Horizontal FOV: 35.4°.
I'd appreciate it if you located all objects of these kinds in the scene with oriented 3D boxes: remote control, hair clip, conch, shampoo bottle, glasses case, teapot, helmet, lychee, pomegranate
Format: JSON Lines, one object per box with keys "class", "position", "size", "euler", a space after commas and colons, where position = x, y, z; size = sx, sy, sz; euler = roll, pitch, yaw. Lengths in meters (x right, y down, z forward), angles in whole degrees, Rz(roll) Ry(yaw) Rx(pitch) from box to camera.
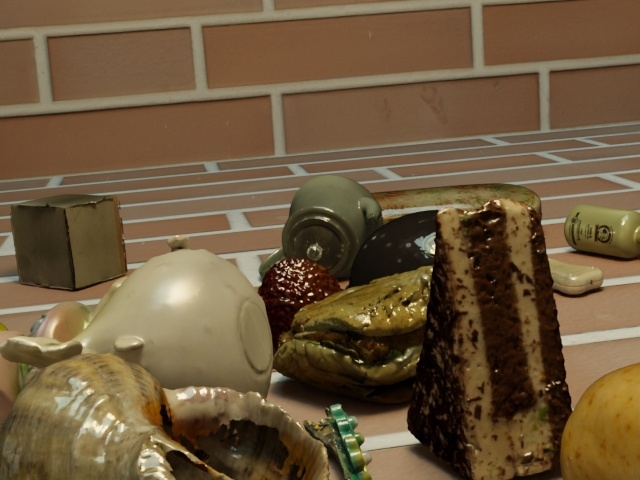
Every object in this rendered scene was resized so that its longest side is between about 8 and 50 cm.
{"class": "remote control", "position": [0.351, 0.053, 1.474], "size": [0.074, 0.032, 0.122], "euler": [-12, 14, -33]}
{"class": "hair clip", "position": [0.020, 0.188, 0.940], "size": [0.049, 0.049, 0.173], "euler": [-7, 11, -11]}
{"class": "conch", "position": [-0.123, 0.191, 0.744], "size": [0.210, 0.159, 0.291], "euler": [15, 9, -42]}
{"class": "shampoo bottle", "position": [0.479, -0.012, 1.624], "size": [0.079, 0.079, 0.162], "euler": [-13, 16, -35]}
{"class": "glasses case", "position": [0.187, -0.043, 1.812], "size": [0.425, 0.098, 0.156], "euler": [-5, 17, -6]}
{"class": "teapot", "position": [0.000, 0.000, 1.617], "size": [0.239, 0.162, 0.149], "euler": [-26, 15, 25]}
{"class": "helmet", "position": [0.143, 0.038, 1.323], "size": [0.230, 0.160, 0.279], "euler": [-14, 17, -32]}
{"class": "lychee", "position": [-0.026, 0.080, 1.271], "size": [0.129, 0.123, 0.123], "euler": [-15, 16, -38]}
{"class": "pomegranate", "position": [0.253, 0.167, 0.686], "size": [0.196, 0.196, 0.196], "euler": [-4, 12, 1]}

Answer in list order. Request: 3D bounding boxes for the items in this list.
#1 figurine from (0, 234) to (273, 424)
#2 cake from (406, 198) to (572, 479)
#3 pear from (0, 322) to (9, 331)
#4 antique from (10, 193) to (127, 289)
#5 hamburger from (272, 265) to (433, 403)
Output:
{"class": "figurine", "position": [-0.253, 0.120, 0.976], "size": [0.394, 0.227, 0.274], "euler": [-11, -16, 15]}
{"class": "cake", "position": [0.163, 0.098, 0.883], "size": [0.112, 0.246, 0.135], "euler": [-9, 32, -23]}
{"class": "pear", "position": [-0.435, 0.136, 1.205], "size": [0.141, 0.104, 0.141], "euler": [-8, 11, 1]}
{"class": "antique", "position": [-0.427, -0.003, 1.731], "size": [0.152, 0.147, 0.148], "euler": [4, 12, 35]}
{"class": "hamburger", "position": [0.055, 0.115, 1.132], "size": [0.183, 0.130, 0.206], "euler": [-20, 4, -40]}
